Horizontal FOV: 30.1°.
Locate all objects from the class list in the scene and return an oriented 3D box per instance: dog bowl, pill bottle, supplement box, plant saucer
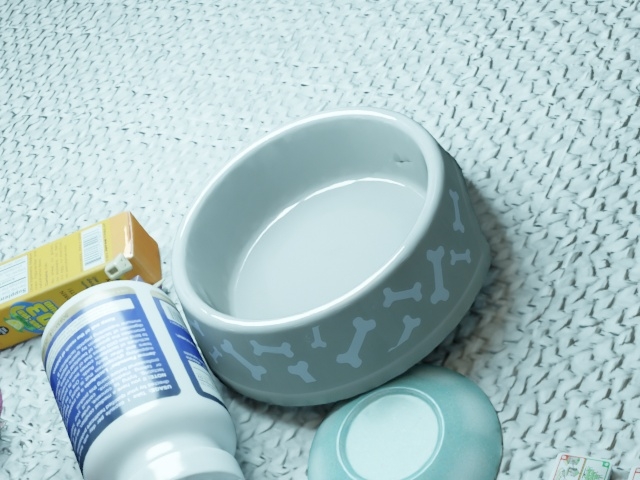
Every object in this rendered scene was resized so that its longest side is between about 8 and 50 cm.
[{"bbox_3d":[0.000,0.000,1.237,0.349,0.102,0.348,-18,43,17],"label":"dog bowl"},{"bbox_3d":[-0.173,0.174,1.172,0.153,0.153,0.264,-33,46,0],"label":"pill bottle"},{"bbox_3d":[-0.307,0.051,1.393,0.234,0.078,0.080,-20,51,12],"label":"supplement box"},{"bbox_3d":[0.071,0.191,1.114,0.195,0.037,0.195,-14,48,17],"label":"plant saucer"}]

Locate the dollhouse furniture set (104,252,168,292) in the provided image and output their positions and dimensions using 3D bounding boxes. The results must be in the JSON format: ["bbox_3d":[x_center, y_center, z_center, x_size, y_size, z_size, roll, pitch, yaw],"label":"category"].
[{"bbox_3d":[-0.230,0.071,1.346,0.114,0.091,0.081,-33,8,22],"label":"dollhouse furniture set"}]

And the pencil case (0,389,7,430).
[{"bbox_3d":[-0.429,0.289,1.203,0.167,0.160,0.386,3,52,0],"label":"pencil case"}]

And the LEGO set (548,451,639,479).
[{"bbox_3d":[0.246,0.291,0.950,0.183,0.060,0.244,4,45,30],"label":"LEGO set"}]
